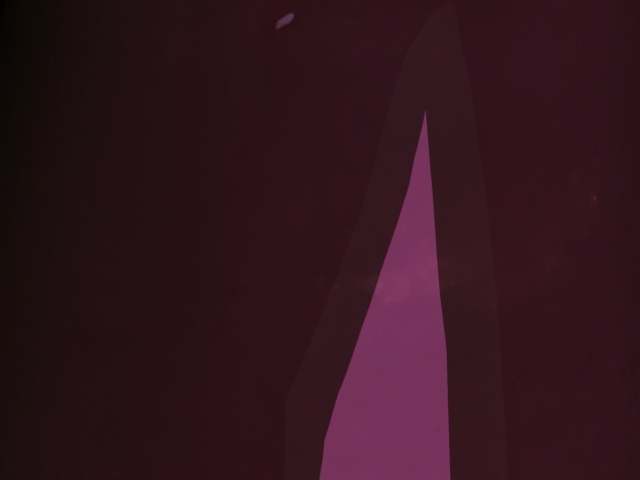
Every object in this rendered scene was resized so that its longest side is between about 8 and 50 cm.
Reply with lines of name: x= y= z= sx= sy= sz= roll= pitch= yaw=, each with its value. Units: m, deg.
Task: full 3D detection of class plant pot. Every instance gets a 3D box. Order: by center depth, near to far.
plant pot: x=0.000 y=0.000 z=0.525 sx=0.263 sy=0.263 sz=0.229 roll=-6 pitch=121 yaw=-19
